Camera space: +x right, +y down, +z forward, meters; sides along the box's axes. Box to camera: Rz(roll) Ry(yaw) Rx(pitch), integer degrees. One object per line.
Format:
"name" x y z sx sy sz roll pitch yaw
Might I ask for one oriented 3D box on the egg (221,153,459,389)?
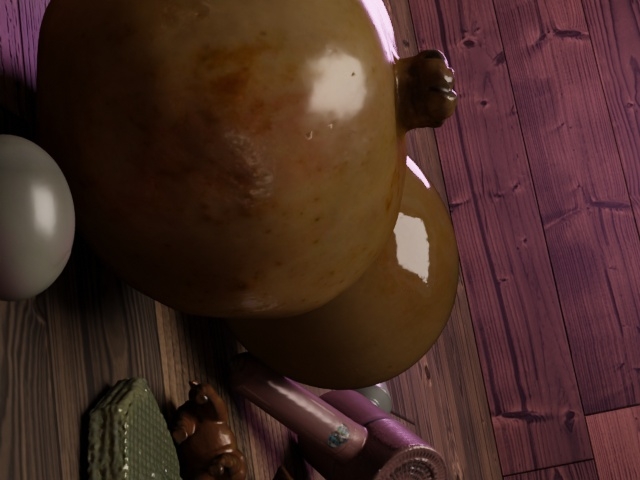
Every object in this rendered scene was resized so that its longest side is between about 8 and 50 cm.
"egg" 0.000 0.000 1.544 0.374 0.301 0.301 60 11 13

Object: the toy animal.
"toy animal" -0.104 0.268 1.377 0.229 0.066 0.224 86 -14 -76

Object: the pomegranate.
"pomegranate" -0.068 -0.115 1.222 0.411 0.411 0.411 -14 90 -76

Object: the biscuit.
"biscuit" -0.159 0.266 1.209 0.150 0.052 0.252 -53 127 -72

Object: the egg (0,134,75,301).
"egg" -0.249 -0.018 1.027 0.103 0.103 0.135 17 62 -74

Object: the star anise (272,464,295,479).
"star anise" -0.005 0.373 1.584 0.212 0.111 0.196 -5 62 -51

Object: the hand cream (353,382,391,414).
"hand cream" 0.075 0.215 2.174 0.340 0.078 0.124 -90 161 -67

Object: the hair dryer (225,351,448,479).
"hair dryer" -0.008 0.228 1.665 0.352 0.125 0.210 41 -6 -33
